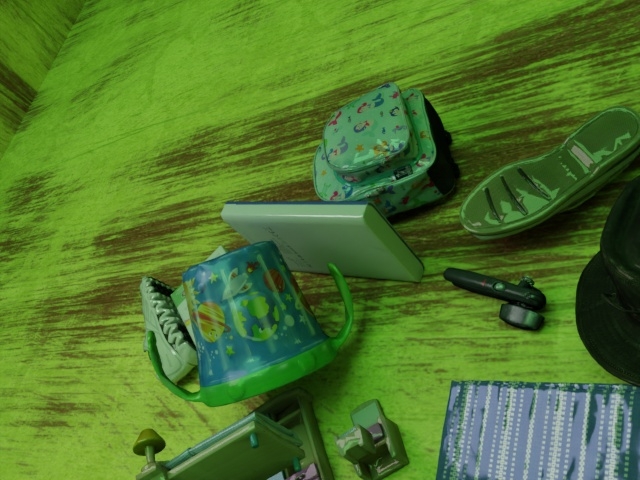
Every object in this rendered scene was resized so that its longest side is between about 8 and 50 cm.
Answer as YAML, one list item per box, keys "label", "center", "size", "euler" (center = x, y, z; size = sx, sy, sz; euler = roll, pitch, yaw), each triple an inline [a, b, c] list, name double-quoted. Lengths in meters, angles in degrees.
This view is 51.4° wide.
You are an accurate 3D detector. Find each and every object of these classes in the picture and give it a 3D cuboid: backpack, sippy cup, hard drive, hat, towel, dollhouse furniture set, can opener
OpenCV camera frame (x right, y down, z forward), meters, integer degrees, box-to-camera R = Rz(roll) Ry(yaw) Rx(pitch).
- label: "backpack"
  center: [0.103, -0.152, 1.251]
  size: [0.253, 0.191, 0.225]
  euler: [-27, 47, 26]
- label: "sippy cup"
  center: [-0.118, 0.128, 1.106]
  size: [0.240, 0.305, 0.224]
  euler: [-24, 86, 46]
- label: "hard drive"
  center: [0.000, 0.000, 1.187]
  size: [0.318, 0.210, 0.040]
  euler: [3, 60, 39]
- label: "hat"
  center: [0.417, 0.005, 0.798]
  size: [0.331, 0.134, 0.331]
  euler: [-40, 23, 20]
- label: "towel"
  center: [0.286, 0.295, 0.821]
  size: [0.336, 0.040, 0.243]
  euler: [-10, 60, 48]
- label: "dollhouse furniture set"
  center: [-0.083, 0.268, 0.984]
  size: [0.286, 0.303, 0.198]
  euler: [-34, 45, 12]
- label: "can opener"
  center: [0.267, 0.076, 1.035]
  size: [0.186, 0.059, 0.073]
  euler: [24, 76, 45]

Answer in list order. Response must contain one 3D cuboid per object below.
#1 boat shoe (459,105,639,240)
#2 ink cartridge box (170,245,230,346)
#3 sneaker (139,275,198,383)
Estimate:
- label: "boat shoe"
  center: [0.368, -0.084, 1.046]
  size: [0.302, 0.103, 0.113]
  euler: [-30, 58, 15]
- label: "ink cartridge box"
  center: [-0.187, 0.136, 1.318]
  size: [0.154, 0.093, 0.212]
  euler: [-44, 41, 2]
- label: "sneaker"
  center: [-0.333, 0.180, 1.397]
  size: [0.118, 0.110, 0.292]
  euler: [-50, 42, 8]
